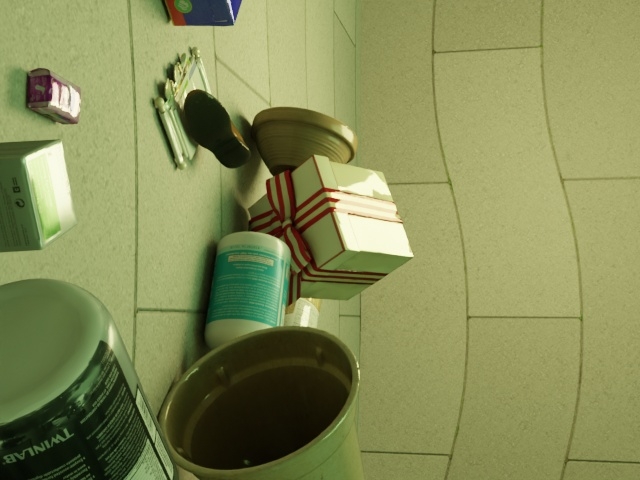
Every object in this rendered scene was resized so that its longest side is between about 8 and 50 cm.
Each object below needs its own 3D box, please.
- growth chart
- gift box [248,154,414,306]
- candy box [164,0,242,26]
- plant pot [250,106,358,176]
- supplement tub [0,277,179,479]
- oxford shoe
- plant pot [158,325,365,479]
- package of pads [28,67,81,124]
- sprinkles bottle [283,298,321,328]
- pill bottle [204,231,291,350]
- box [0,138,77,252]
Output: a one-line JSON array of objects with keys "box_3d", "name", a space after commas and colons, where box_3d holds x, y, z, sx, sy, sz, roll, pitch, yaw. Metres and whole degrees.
[{"box_3d": [-0.232, -0.240, 1.533, 0.237, 0.021, 0.172, -75, 159, -51], "name": "growth chart"}, {"box_3d": [0.000, 0.000, 1.850, 0.258, 0.276, 0.255, 8, 50, -45], "name": "gift box"}, {"box_3d": [-0.197, -0.561, 1.476, 0.268, 0.122, 0.317, 78, 16, -47], "name": "candy box"}, {"box_3d": [-0.043, -0.189, 1.905, 0.237, 0.237, 0.109, 61, 39, -65], "name": "plant pot"}, {"box_3d": [-0.269, 0.223, 0.908, 0.207, 0.207, 0.338, -76, 162, -48], "name": "supplement tub"}, {"box_3d": [-0.194, -0.208, 1.545, 0.076, 0.076, 0.212, 64, 2, 30], "name": "oxford shoe"}, {"box_3d": [-0.060, 0.366, 1.462, 0.334, 0.334, 0.305, -73, 150, -54], "name": "plant pot"}, {"box_3d": [-0.326, -0.177, 1.075, 0.083, 0.032, 0.050, 29, 58, -76], "name": "package of pads"}, {"box_3d": [-0.066, 0.203, 2.024, 0.355, 0.121, 0.121, -78, 162, -44], "name": "sprinkles bottle"}, {"box_3d": [-0.139, 0.127, 1.645, 0.146, 0.146, 0.264, 66, 26, -61], "name": "pill bottle"}, {"box_3d": [-0.325, -0.047, 0.913, 0.087, 0.102, 0.101, -63, 149, -68], "name": "box"}]
